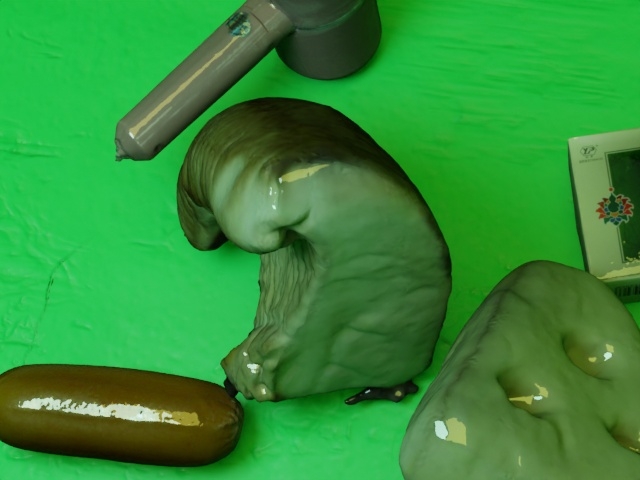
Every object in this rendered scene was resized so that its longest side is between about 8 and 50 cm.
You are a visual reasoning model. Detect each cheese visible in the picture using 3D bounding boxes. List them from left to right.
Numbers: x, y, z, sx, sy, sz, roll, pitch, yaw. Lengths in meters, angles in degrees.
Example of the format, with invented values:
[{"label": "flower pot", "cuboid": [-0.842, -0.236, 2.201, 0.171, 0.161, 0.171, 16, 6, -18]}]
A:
[{"label": "cheese", "cuboid": [0.264, 0.174, 1.666, 0.351, 0.129, 0.328, 28, 40, -4]}]

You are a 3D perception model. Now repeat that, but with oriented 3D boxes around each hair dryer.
[{"label": "hair dryer", "cuboid": [-0.087, -0.194, 1.882, 0.352, 0.210, 0.125, -43, 65, -12]}]

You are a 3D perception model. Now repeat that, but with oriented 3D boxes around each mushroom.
[{"label": "mushroom", "cuboid": [-0.010, -0.043, 1.728, 0.224, 0.397, 0.313, -12, 64, -11]}]

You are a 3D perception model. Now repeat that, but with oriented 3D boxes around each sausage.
[{"label": "sausage", "cuboid": [-0.215, 0.180, 1.847, 0.274, 0.105, 0.105, 5, 72, 9]}]

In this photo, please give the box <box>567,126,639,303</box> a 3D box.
[{"label": "box", "cuboid": [0.371, -0.034, 1.837, 0.212, 0.095, 0.168, -8, 68, 5]}]
